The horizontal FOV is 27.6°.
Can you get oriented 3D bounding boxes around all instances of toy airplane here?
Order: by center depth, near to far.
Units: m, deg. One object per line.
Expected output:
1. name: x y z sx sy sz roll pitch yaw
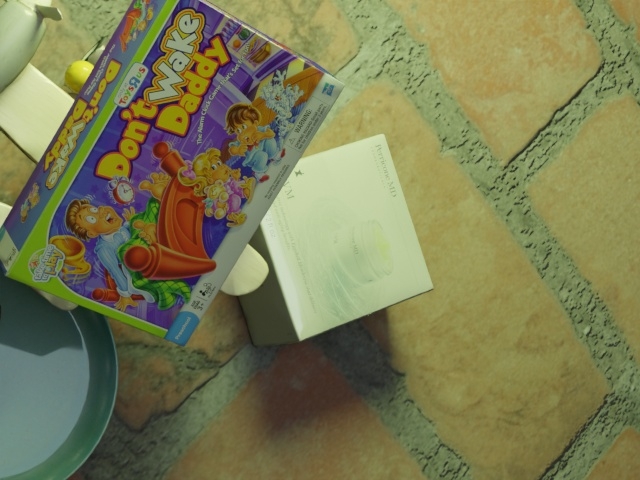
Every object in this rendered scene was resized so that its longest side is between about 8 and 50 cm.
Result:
1. toy airplane: -0.253 -0.110 1.518 0.386 0.272 0.385 -5 79 -35

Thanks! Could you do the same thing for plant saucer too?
1. plant saucer: -0.399 0.159 1.561 0.317 0.043 0.318 4 81 -27

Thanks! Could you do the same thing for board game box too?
1. board game box: -0.163 -0.081 1.402 0.233 0.078 0.347 25 101 -35

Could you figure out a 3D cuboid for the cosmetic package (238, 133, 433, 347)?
1. cosmetic package: 0.000 0.000 1.746 0.224 0.138 0.224 -20 93 -30
